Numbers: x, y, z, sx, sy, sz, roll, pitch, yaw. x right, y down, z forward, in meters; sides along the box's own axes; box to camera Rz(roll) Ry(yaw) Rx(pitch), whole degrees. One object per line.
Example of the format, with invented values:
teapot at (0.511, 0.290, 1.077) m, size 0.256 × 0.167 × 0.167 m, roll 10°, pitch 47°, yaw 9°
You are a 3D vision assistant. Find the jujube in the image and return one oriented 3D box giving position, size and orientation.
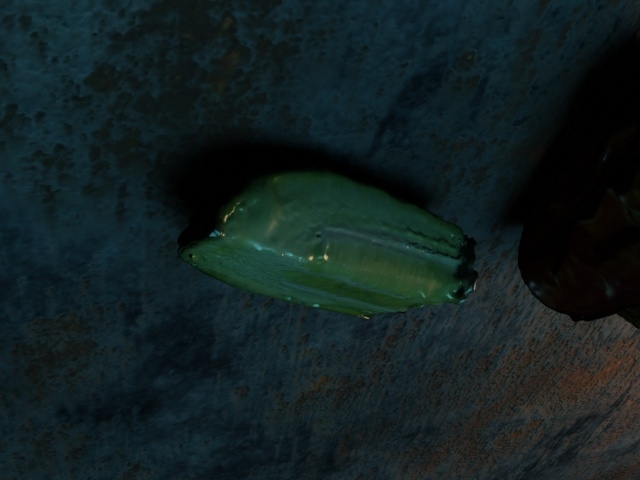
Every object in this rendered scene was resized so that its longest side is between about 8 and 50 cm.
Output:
jujube at (0.334, -0.044, 0.905) m, size 0.216 × 0.216 × 0.342 m, roll -5°, pitch 150°, yaw -27°

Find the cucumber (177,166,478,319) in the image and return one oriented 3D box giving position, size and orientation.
cucumber at (-0.002, -0.001, 0.837) m, size 0.145 × 0.105 × 0.325 m, roll -16°, pitch 159°, yaw 42°

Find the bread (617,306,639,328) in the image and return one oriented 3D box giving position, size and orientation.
bread at (0.428, 0.034, 1.129) m, size 0.160 × 0.073 × 0.160 m, roll -43°, pitch 158°, yaw -22°
